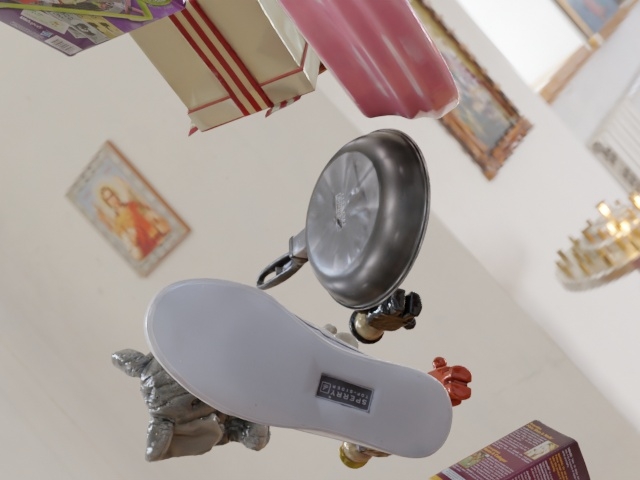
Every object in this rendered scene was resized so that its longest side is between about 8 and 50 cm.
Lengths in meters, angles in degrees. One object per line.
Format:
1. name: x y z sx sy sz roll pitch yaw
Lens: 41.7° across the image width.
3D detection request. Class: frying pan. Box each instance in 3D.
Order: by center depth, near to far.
1. frying pan: 0.007 -0.029 0.942 0.326 0.053 0.197 5 84 57

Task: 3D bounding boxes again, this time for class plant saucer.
1. plant saucer: -0.001 -0.236 0.775 0.084 0.332 0.332 -37 4 9

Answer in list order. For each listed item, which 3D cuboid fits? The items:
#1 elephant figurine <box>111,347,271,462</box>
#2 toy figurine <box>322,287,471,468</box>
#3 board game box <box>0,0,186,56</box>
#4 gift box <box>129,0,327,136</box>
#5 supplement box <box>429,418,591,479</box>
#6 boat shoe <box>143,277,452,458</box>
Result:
1. elephant figurine: -0.150 0.160 0.930 0.186 0.169 0.239 -64 -24 3
2. toy figurine: 0.082 0.195 1.201 0.209 0.213 0.148 -33 -3 -34
3. board game box: -0.325 -0.294 0.815 0.208 0.347 0.056 -3 72 40
4. gift box: -0.146 -0.328 1.371 0.255 0.258 0.276 -13 45 28
5. supplement box: 0.261 0.334 1.160 0.188 0.081 0.104 -24 11 -15
6. boat shoe: -0.023 0.106 0.653 0.084 0.258 0.095 -14 50 66
